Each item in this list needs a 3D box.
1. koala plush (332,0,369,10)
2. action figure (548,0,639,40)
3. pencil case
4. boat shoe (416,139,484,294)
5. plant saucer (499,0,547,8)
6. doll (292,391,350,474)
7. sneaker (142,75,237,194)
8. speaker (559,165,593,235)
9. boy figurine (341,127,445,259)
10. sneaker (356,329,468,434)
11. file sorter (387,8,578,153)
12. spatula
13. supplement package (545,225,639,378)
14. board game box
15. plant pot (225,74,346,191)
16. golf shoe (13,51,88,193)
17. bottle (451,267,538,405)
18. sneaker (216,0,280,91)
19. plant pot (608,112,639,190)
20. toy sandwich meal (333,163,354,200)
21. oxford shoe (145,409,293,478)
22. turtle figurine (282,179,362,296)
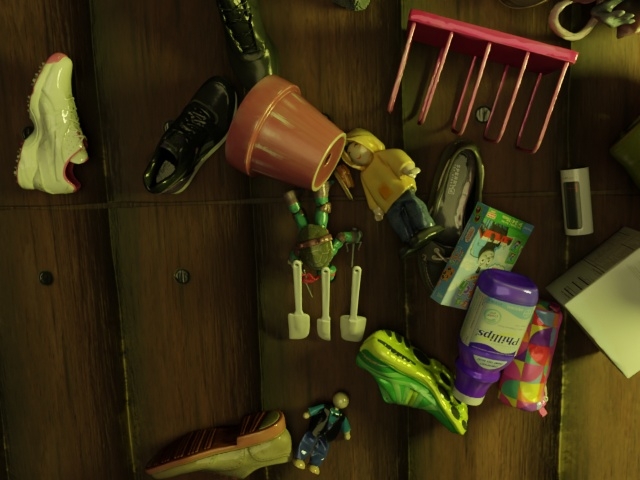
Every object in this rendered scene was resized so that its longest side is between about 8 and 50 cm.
[{"bbox_3d":[0.016,-0.585,1.101,0.221,0.203,0.196,34,101,13],"label":"koala plush"},{"bbox_3d":[0.604,-0.554,1.061,0.276,0.248,0.370,2,86,49],"label":"action figure"},{"bbox_3d":[0.439,0.238,1.218,0.104,0.104,0.236,6,100,6],"label":"pencil case"},{"bbox_3d":[0.263,-0.039,1.194,0.112,0.095,0.335,9,100,5],"label":"boat shoe"},{"bbox_3d":[0.408,-0.507,1.094,0.168,0.029,0.168,-16,67,40],"label":"plant saucer"},{"bbox_3d":[0.012,0.427,1.317,0.129,0.046,0.189,27,89,-16],"label":"doll"},{"bbox_3d":[-0.270,-0.212,1.216,0.107,0.124,0.283,33,101,0],"label":"sneaker"},{"bbox_3d":[0.517,-0.081,1.178,0.055,0.055,0.136,-7,99,8],"label":"speaker"},{"bbox_3d":[0.137,-0.113,1.170,0.092,0.177,0.285,-24,78,-31],"label":"boy figurine"},{"bbox_3d":[0.202,0.311,1.269,0.295,0.109,0.123,42,129,-5],"label":"sneaker"},{"bbox_3d":[0.282,-0.288,1.099,0.291,0.202,0.182,16,102,4],"label":"file sorter"},{"bbox_3d":[0.015,0.133,1.229,0.168,0.019,0.242,5,131,5],"label":"spatula"},{"bbox_3d":[0.601,0.116,1.150,0.203,0.149,0.194,-41,93,11],"label":"supplement package"},{"bbox_3d":[0.329,0.041,1.183,0.160,0.039,0.211,15,105,-38],"label":"board game box"},{"bbox_3d":[-0.058,-0.193,1.144,0.180,0.201,0.201,31,101,10],"label":"plant pot"},{"bbox_3d":[-0.559,-0.244,1.264,0.140,0.115,0.306,17,107,-7],"label":"golf shoe"},{"bbox_3d":[0.338,0.199,1.175,0.118,0.092,0.283,14,111,-3],"label":"bottle"},{"bbox_3d":[-0.160,-0.433,1.165,0.109,0.130,0.286,-15,98,7],"label":"sneaker"},{"bbox_3d":[0.726,-0.135,1.017,0.353,0.366,0.366,44,102,10],"label":"plant pot"},{"bbox_3d":[0.054,-0.121,1.215,0.029,0.085,0.085,-31,94,3],"label":"toy sandwich meal"},{"bbox_3d":[-0.229,0.501,1.330,0.348,0.123,0.130,-18,102,10],"label":"oxford shoe"},{"bbox_3d":[0.000,0.000,1.228,0.175,0.118,0.234,-14,92,9],"label":"turtle figurine"}]
